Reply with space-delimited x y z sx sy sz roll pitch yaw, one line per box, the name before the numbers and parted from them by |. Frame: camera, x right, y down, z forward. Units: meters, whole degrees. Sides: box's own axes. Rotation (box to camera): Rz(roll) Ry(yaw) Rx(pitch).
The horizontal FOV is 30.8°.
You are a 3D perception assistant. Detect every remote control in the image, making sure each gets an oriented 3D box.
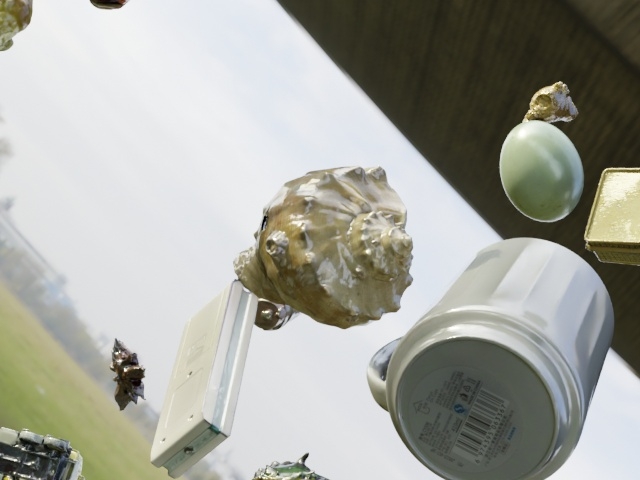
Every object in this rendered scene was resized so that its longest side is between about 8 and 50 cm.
remote control | -0.141 0.170 1.470 0.055 0.103 0.277 38 28 -19

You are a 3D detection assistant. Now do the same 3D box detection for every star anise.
star anise | -0.359 0.262 2.155 0.124 0.056 0.129 39 -53 41

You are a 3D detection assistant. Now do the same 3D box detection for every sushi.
sushi | -0.050 0.457 2.084 0.287 0.140 0.149 -21 -65 34

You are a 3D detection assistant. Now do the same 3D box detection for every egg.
egg | 0.410 -0.129 2.161 0.149 0.149 0.192 179 -106 -73

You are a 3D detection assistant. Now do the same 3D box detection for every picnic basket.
picnic basket | 0.532 -0.042 1.998 0.115 0.164 0.079 5 -27 39

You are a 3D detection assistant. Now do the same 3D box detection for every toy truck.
toy truck | -0.588 0.429 2.245 0.272 0.124 0.157 12 -21 13

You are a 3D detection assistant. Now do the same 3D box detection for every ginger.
ginger | 0.511 -0.302 2.579 0.081 0.205 0.115 8 -66 34

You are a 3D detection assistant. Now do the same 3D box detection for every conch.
conch | -0.002 -0.006 1.686 0.324 0.263 0.186 0 -33 27

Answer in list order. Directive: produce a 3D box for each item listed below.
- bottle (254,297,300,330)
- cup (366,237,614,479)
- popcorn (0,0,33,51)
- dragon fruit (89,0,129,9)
bottle | -0.091 0.126 2.260 0.099 0.099 0.152 46 27 6
cup | 0.196 0.159 1.486 0.327 0.323 0.236 -40 114 -62
popcorn | -0.596 -0.416 1.896 0.249 0.249 0.225 40 17 29
dragon fruit | -0.316 -0.494 1.811 0.290 0.291 0.189 58 1 -39
